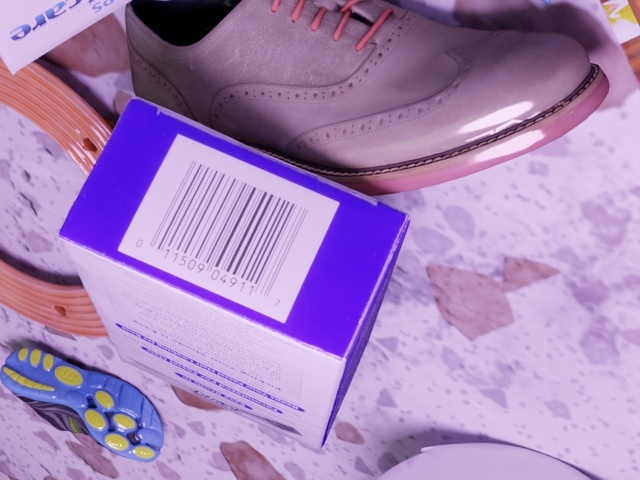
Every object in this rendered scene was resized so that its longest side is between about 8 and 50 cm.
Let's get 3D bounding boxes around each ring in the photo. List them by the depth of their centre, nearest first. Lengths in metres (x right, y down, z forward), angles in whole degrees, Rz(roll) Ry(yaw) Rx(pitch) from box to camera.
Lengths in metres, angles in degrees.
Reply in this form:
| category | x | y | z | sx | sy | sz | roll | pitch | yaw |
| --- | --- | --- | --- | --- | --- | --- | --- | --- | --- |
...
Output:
| category | x | y | z | sx | sy | sz | roll | pitch | yaw |
| --- | --- | --- | --- | --- | --- | --- | --- | --- | --- |
| ring | -0.271 | -0.048 | 1.092 | 0.337 | 0.032 | 0.336 | 20 | 138 | 20 |

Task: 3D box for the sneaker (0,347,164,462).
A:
| category | x | y | z | sx | sy | sz | roll | pitch | yaw |
| --- | --- | --- | --- | --- | --- | --- | --- | --- | --- |
| sneaker | -0.241 | 0.170 | 1.262 | 0.188 | 0.067 | 0.078 | 25 | 159 | 12 |

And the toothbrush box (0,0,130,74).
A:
| category | x | y | z | sx | sy | sz | roll | pitch | yaw |
| --- | --- | --- | --- | --- | --- | --- | --- | --- | --- |
| toothbrush box | -0.202 | -0.262 | 0.635 | 0.216 | 0.126 | 0.295 | 53 | 171 | 19 |

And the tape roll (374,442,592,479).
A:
| category | x | y | z | sx | sy | sz | roll | pitch | yaw |
| --- | --- | --- | --- | --- | --- | --- | --- | --- | --- |
| tape roll | 0.132 | 0.309 | 0.977 | 0.246 | 0.246 | 0.169 | 17 | 135 | 22 |

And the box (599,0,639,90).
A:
| category | x | y | z | sx | sy | sz | roll | pitch | yaw |
| --- | --- | --- | --- | --- | --- | --- | --- | --- | --- |
| box | 0.240 | -0.178 | 0.482 | 0.293 | 0.057 | 0.201 | -24 | 95 | 28 |

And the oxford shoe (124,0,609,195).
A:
| category | x | y | z | sx | sy | sz | roll | pitch | yaw |
| --- | --- | --- | --- | --- | --- | --- | --- | --- | --- |
| oxford shoe | 0.005 | -0.111 | 0.768 | 0.348 | 0.123 | 0.130 | 1 | 124 | 34 |

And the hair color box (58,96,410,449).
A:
| category | x | y | z | sx | sy | sz | roll | pitch | yaw |
| --- | --- | --- | --- | --- | --- | --- | --- | --- | --- |
| hair color box | -0.056 | 0.042 | 0.857 | 0.185 | 0.110 | 0.339 | 24 | 161 | 5 |
